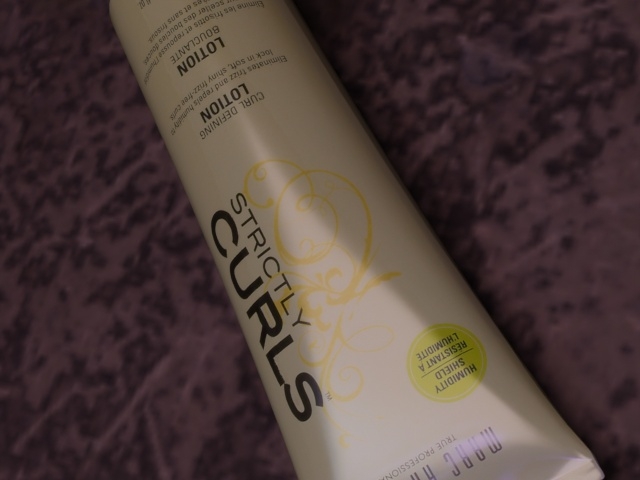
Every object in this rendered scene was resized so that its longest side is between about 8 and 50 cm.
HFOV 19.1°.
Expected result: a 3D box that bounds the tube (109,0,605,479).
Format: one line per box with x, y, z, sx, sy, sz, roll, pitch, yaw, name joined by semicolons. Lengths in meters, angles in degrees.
0.000;0.000;0.623;0.240;0.062;0.070;64;146;27;tube
